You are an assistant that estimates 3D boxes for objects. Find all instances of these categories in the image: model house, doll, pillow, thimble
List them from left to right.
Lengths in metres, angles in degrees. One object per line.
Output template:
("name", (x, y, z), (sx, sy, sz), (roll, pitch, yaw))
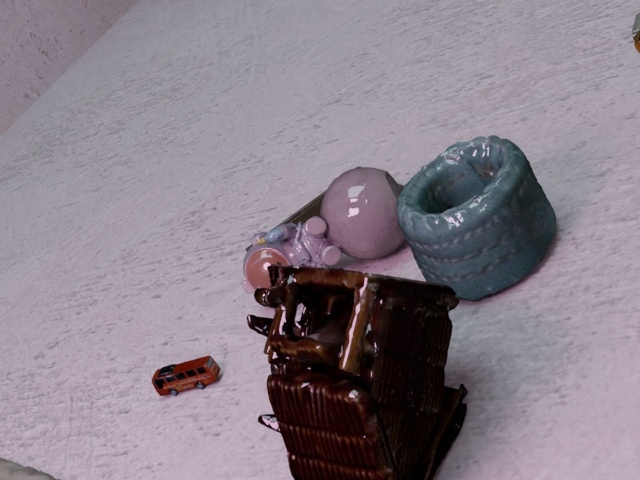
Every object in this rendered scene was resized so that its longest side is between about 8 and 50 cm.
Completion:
("pillow", (-0.473, 0.382, 1.663), (0.229, 0.051, 0.128), (2, 34, 48))
("doll", (0.000, 0.000, 1.732), (0.287, 0.151, 0.151), (-31, 25, 14))
("model house", (0.006, 0.174, 1.301), (0.317, 0.297, 0.282), (4, 87, 43))
("thimble", (0.213, -0.038, 1.553), (0.198, 0.143, 0.235), (-18, 27, 25))

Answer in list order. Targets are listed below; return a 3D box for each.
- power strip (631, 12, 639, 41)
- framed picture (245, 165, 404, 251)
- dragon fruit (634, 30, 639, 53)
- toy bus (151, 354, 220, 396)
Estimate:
("power strip", (0.540, -0.360, 1.894), (0.017, 0.027, 0.083), (-11, 32, 31))
("framed picture", (0.006, -0.035, 1.908), (0.260, 0.023, 0.189), (-38, 26, -12))
("dragon fruit", (0.544, -0.237, 1.466), (0.227, 0.224, 0.224), (-36, 24, 13))
("toy bus", (-0.204, 0.204, 1.691), (0.110, 0.043, 0.031), (-17, 29, 27))
